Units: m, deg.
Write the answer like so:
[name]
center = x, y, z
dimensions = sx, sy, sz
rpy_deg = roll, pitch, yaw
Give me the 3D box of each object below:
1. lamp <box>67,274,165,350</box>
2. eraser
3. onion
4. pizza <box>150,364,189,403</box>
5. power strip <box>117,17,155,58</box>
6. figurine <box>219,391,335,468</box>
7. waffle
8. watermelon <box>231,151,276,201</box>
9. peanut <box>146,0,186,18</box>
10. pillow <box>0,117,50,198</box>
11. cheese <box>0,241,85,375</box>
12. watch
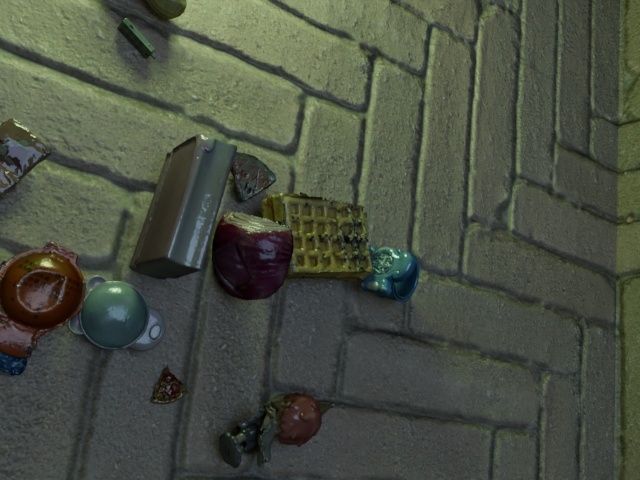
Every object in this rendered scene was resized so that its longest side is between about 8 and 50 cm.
[lamp]
center = -0.517, 0.205, 1.729
dimensions = 0.246, 0.108, 0.179
rpy_deg = 30, 70, -26
[eraser]
center = -0.371, -0.087, 1.777
dimensions = 0.122, 0.272, 0.359
rpy_deg = 23, 70, -29
[onion]
center = -0.216, 0.042, 1.870
dimensions = 0.111, 0.250, 0.247
rpy_deg = 29, 76, -70
[pizza]
center = -0.420, 0.410, 1.803
dimensions = 0.099, 0.029, 0.100
rpy_deg = -43, 105, -30
[power strip]
center = -0.524, -0.574, 1.898
dimensions = 0.136, 0.051, 0.019
rpy_deg = 48, 53, -18
[figurine]
center = -0.109, 0.525, 1.922
dimensions = 0.387, 0.166, 0.207
rpy_deg = -21, 127, -36
[waffle]
center = 0.000, 0.000, 2.053
dimensions = 0.376, 0.114, 0.260
rpy_deg = 6, 69, -45
[watermelon]
center = -0.232, -0.186, 2.016
dimensions = 0.187, 0.071, 0.139
rpy_deg = 29, 73, -35
[peanut]
center = -0.496, -0.752, 1.913
dimensions = 0.257, 0.123, 0.123
rpy_deg = 39, 63, -18
[pillow]
center = -0.807, -0.181, 1.643
dimensions = 0.135, 0.049, 0.248
rpy_deg = 45, 65, -18
[cheese]
center = -0.701, 0.162, 1.605
dimensions = 0.217, 0.129, 0.329
rpy_deg = 28, 80, -24
[watch]
center = 0.242, 0.121, 2.221
dimensions = 0.193, 0.211, 0.210
rpy_deg = 40, 60, -46
